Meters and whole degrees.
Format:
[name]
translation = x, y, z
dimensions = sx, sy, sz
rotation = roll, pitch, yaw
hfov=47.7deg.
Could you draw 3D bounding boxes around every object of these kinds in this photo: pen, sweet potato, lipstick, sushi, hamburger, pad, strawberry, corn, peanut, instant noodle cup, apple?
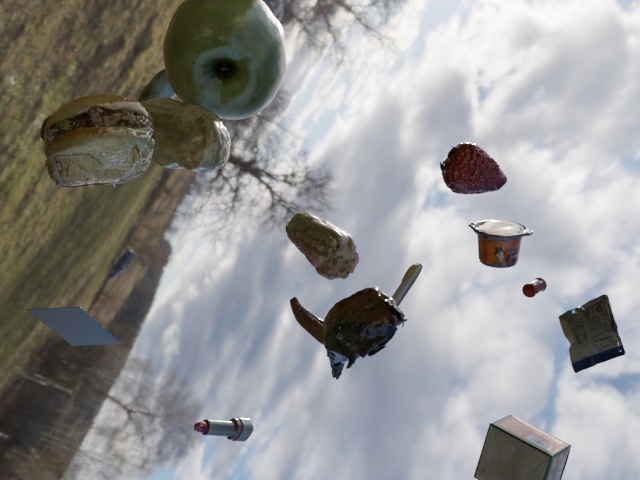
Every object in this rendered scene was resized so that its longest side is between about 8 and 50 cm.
[pen]
translation = 0.213, 0.144, 1.956
dimensions = 0.032, 0.040, 0.233
rotation = 8, -131, 42
[sweet potato]
translation = 0.012, 0.249, 2.011
dimensions = 0.078, 0.255, 0.058
rotation = -55, 169, -26
[lipstick]
translation = -0.273, 0.508, 1.969
dimensions = 0.063, 0.186, 0.057
rotation = -52, -133, 18
[sushi]
translation = 0.072, 0.213, 1.634
dimensions = 0.287, 0.149, 0.140
rotation = -45, -124, 29
[hamburger]
translation = -0.391, -0.172, 1.291
dimensions = 0.214, 0.213, 0.108
rotation = -46, -123, 54
[pad]
translation = -0.529, 0.187, 1.565
dimensions = 0.190, 0.127, 0.004
rotation = 66, 24, -56
[strawberry]
translation = 0.357, -0.158, 1.720
dimensions = 0.131, 0.148, 0.131
rotation = -43, 172, -8
[corn]
translation = 0.001, 0.002, 1.892
dimensions = 0.127, 0.126, 0.335
rotation = -62, -155, 8
[peanut]
translation = -0.301, -0.225, 1.561
dimensions = 0.313, 0.152, 0.152
rotation = 18, -99, 43
[instant noodle cup]
translation = 0.581, 0.016, 2.359
dimensions = 0.208, 0.177, 0.126
rotation = 18, -65, 46
[apple]
translation = -0.257, -0.514, 1.970
dimensions = 0.357, 0.357, 0.357
rotation = -59, -166, 23

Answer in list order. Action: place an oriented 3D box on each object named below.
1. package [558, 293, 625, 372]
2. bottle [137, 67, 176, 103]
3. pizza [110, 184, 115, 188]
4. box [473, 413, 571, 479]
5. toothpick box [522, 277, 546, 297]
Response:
[package]
translation = 0.729, 0.253, 1.960
dimensions = 0.171, 0.027, 0.173
rotation = -37, -126, 46
[bottle]
translation = -0.524, -0.421, 2.215
dimensions = 0.269, 0.083, 0.083
rotation = -38, -155, 30
[pizza]
translation = -0.513, -0.187, 1.738
dimensions = 0.100, 0.029, 0.099
rotation = 74, 17, -67
[box]
translation = 0.566, 0.616, 2.026
dimensions = 0.195, 0.148, 0.178
rotation = 22, -74, 38
[toothpick box]
translation = 0.656, 0.146, 2.222
dimensions = 0.083, 0.047, 0.047
rotation = -18, 152, -47
